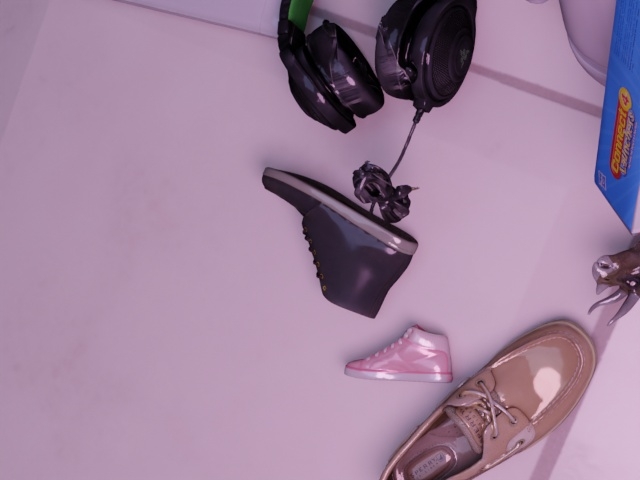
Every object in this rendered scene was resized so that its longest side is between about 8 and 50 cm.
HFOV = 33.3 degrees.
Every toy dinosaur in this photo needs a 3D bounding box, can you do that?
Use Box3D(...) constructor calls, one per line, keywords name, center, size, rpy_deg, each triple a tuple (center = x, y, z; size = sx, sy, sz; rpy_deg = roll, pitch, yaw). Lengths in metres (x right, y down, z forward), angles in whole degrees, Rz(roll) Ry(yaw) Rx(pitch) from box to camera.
Box3D(name="toy dinosaur", center=(0.450, 0.013, 1.131), size=(0.313, 0.121, 0.160), rpy_deg=(5, 102, 18))

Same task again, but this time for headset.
Box3D(name="headset", center=(0.060, -0.213, 1.254), size=(0.243, 0.185, 0.394), rpy_deg=(-13, 71, 23))

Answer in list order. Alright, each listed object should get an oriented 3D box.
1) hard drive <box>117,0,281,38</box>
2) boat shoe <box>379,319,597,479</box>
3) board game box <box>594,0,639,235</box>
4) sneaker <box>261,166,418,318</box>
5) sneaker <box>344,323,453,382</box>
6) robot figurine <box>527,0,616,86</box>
Box3D(name="hard drive", center=(-0.156, -0.399, 1.434), size=(0.307, 0.040, 0.203), rpy_deg=(18, 95, 23))
Box3D(name="boat shoe", center=(0.188, 0.207, 1.228), size=(0.302, 0.098, 0.109), rpy_deg=(-42, 73, 17))
Box3D(name="board game box", center=(0.419, -0.176, 0.978), size=(0.302, 0.308, 0.086), rpy_deg=(-15, 45, -9))
Box3D(name="sneaker", center=(0.000, 0.000, 1.327), size=(0.222, 0.083, 0.118), rpy_deg=(32, 101, 20))
Box3D(name="sneaker", center=(0.095, 0.136, 1.299), size=(0.134, 0.051, 0.070), rpy_deg=(-1, 86, 20))
Box3D(name="robot figurine", center=(0.333, -0.278, 1.068), size=(0.300, 0.353, 0.200), rpy_deg=(14, 66, 30))
